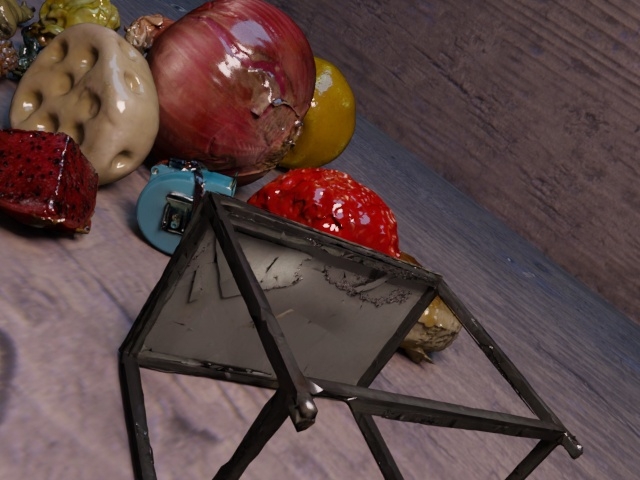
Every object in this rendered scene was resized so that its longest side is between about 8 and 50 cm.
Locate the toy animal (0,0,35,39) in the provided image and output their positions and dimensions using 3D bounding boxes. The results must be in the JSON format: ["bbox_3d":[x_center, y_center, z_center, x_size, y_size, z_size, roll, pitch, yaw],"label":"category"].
[{"bbox_3d":[-0.624,-0.449,1.199,0.101,0.103,0.219,44,9,-34],"label":"toy animal"}]

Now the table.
[{"bbox_3d":[0.016,0.155,0.602,0.335,0.222,0.272,19,25,-35],"label":"table"}]

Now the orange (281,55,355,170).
[{"bbox_3d":[-0.052,-0.298,1.458,0.279,0.279,0.235,37,34,8],"label":"orange"}]

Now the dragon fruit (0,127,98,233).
[{"bbox_3d":[-0.362,-0.066,0.748,0.161,0.120,0.127,8,65,0],"label":"dragon fruit"}]

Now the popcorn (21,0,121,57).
[{"bbox_3d":[-0.476,-0.402,1.198,0.195,0.168,0.174,-95,164,-52],"label":"popcorn"}]

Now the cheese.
[{"bbox_3d":[-0.341,-0.192,0.894,0.217,0.235,0.117,0,-10,21],"label":"cheese"}]

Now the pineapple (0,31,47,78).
[{"bbox_3d":[-0.525,-0.304,1.006,0.103,0.083,0.221,39,18,11],"label":"pineapple"}]

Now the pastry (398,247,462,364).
[{"bbox_3d":[0.127,0.095,1.064,0.235,0.121,0.257,25,19,-34],"label":"pastry"}]

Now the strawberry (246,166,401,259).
[{"bbox_3d":[0.000,0.000,0.886,0.257,0.257,0.277,31,34,-9],"label":"strawberry"}]

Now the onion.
[{"bbox_3d":[-0.164,-0.241,1.070,0.353,0.354,0.354,30,20,-12],"label":"onion"}]

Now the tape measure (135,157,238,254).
[{"bbox_3d":[-0.191,-0.045,0.864,0.125,0.146,0.081,14,21,-6],"label":"tape measure"}]
